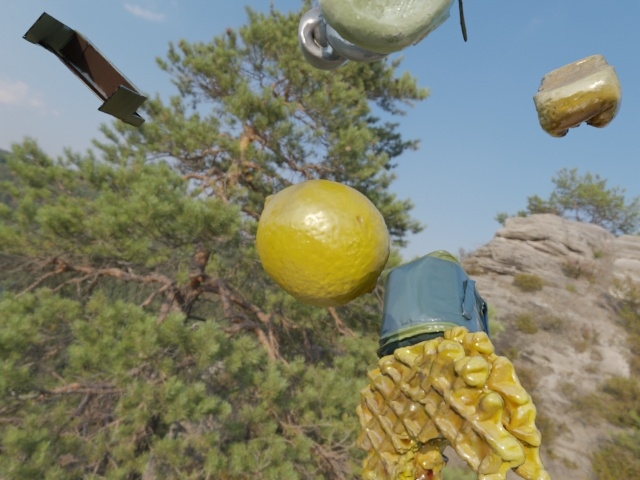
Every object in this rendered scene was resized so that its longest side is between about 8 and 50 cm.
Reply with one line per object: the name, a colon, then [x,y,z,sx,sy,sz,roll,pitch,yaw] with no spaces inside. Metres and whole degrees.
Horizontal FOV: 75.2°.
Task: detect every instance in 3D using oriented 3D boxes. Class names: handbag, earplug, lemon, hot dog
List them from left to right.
lemon: [0.000,0.000,0.587,0.203,0.178,0.178,40,-3,8]
earplug: [0.078,-0.583,1.191,0.326,0.214,0.175,14,-23,38]
handbag: [0.254,0.190,0.924,0.223,0.240,0.263,-20,-56,25]
hot dog: [0.324,-0.180,0.527,0.084,0.073,0.242,-10,19,33]

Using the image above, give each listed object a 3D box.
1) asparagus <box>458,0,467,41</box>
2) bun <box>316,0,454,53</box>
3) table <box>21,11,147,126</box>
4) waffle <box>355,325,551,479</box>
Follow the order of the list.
asparagus: [0.331,-0.538,0.974,0.016,0.013,0.166,7,-26,30]
bun: [0.130,-0.528,0.882,0.294,0.292,0.187,18,1,-1]
table: [-0.370,-0.273,0.695,0.146,0.062,0.175,45,4,-8]
waffle: [0.194,0.304,0.698,0.151,0.261,0.324,12,-44,-33]
